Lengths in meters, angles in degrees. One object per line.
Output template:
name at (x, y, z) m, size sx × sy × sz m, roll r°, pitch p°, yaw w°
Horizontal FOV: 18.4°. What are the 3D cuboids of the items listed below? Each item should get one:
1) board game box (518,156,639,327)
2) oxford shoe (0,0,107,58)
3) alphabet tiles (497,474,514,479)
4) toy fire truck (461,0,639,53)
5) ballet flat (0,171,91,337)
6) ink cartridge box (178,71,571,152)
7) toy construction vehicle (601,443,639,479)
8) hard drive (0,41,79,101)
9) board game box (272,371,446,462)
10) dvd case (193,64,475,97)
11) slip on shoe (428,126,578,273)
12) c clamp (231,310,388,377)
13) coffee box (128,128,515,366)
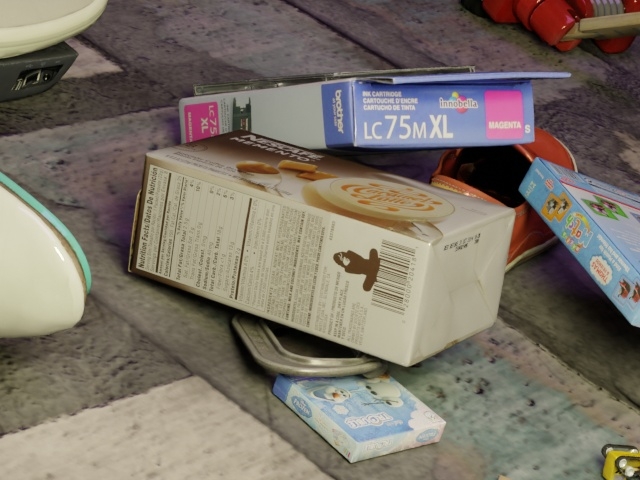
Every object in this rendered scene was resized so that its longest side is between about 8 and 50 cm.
board game box at (0.270, 0.018, 1.595) m, size 0.160 × 0.039 × 0.211 m, roll 18°, pitch 21°, yaw -30°
oxford shoe at (-0.365, -0.235, 1.592) m, size 0.449 × 0.130 × 0.169 m, roll 0°, pitch 30°, yaw -35°
alphabet tiles at (0.156, 0.234, 1.287) m, size 0.198 × 0.009 × 0.237 m, roll 21°, pitch 26°, yaw 4°
toy fire truck at (0.318, -0.271, 2.260) m, size 0.217 × 0.158 × 0.246 m, roll -3°, pitch 45°, yaw -40°
ballet flat at (-0.329, -0.020, 1.348) m, size 0.400 × 0.139 × 0.139 m, roll 31°, pitch 28°, yaw 31°
ink cartridge box at (0.040, -0.101, 1.633) m, size 0.186 × 0.065 × 0.311 m, roll -3°, pitch -1°, yaw -35°
toy construction vehicle at (0.262, 0.183, 1.439) m, size 0.098 × 0.035 × 0.086 m, roll 7°, pitch 17°, yaw -30°
hard drive at (-0.353, -0.168, 1.675) m, size 0.255 × 0.054 × 0.172 m, roll -10°, pitch 38°, yaw -44°
board game box at (0.028, 0.119, 1.410) m, size 0.090 × 0.020 × 0.090 m, roll -8°, pitch 36°, yaw -43°
dvd case at (0.016, -0.146, 1.826) m, size 0.164 × 0.018 × 0.221 m, roll -1°, pitch 5°, yaw 38°
slip on shoe at (0.160, -0.048, 1.743) m, size 0.123 × 0.101 × 0.331 m, roll 25°, pitch 25°, yaw 15°
c clamp at (0.005, 0.070, 1.456) m, size 0.137 × 0.022 × 0.160 m, roll 6°, pitch 16°, yaw -11°
coffee box at (0.000, 0.000, 1.472) m, size 0.246 × 0.098 × 0.141 m, roll 18°, pitch 18°, yaw 28°
